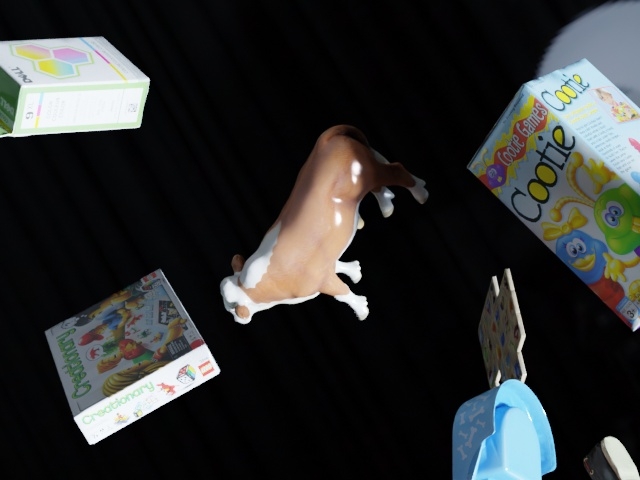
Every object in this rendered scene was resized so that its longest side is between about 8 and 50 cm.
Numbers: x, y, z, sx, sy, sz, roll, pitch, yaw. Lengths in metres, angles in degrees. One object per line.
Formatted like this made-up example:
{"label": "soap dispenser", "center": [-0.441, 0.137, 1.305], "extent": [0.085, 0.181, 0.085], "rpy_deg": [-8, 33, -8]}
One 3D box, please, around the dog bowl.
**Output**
{"label": "dog bowl", "center": [0.234, 0.327, 1.897], "extent": [0.074, 0.297, 0.166], "rpy_deg": [-16, 148, 32]}

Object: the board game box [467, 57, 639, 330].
{"label": "board game box", "center": [0.333, -0.057, 1.715], "extent": [0.144, 0.275, 0.142], "rpy_deg": [-25, 155, -46]}

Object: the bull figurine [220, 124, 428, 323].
{"label": "bull figurine", "center": [0.000, 0.000, 1.944], "extent": [0.310, 0.188, 0.101], "rpy_deg": [-60, -147, 16]}

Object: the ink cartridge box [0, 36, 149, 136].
{"label": "ink cartridge box", "center": [-0.299, -0.162, 1.559], "extent": [0.209, 0.109, 0.062], "rpy_deg": [-8, 126, -37]}

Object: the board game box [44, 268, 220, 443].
{"label": "board game box", "center": [-0.264, 0.152, 2.029], "extent": [0.193, 0.053, 0.305], "rpy_deg": [-29, -156, -7]}

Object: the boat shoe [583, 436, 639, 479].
{"label": "boat shoe", "center": [0.317, 0.270, 1.546], "extent": [0.049, 0.133, 0.042], "rpy_deg": [16, 128, -38]}

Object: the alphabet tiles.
{"label": "alphabet tiles", "center": [0.273, 0.156, 2.220], "extent": [0.009, 0.198, 0.237], "rpy_deg": [-4, 145, -7]}
